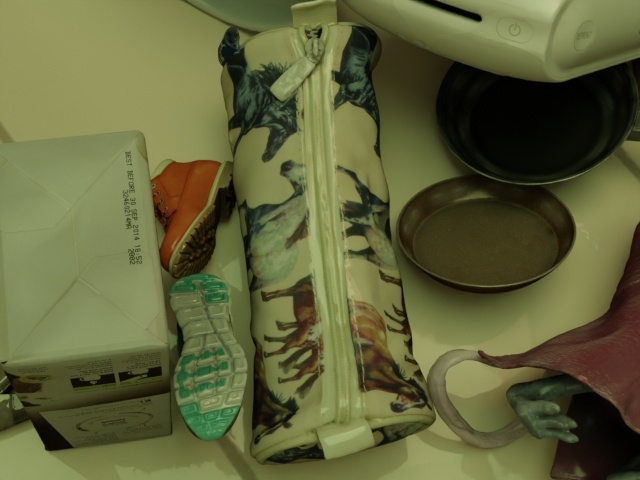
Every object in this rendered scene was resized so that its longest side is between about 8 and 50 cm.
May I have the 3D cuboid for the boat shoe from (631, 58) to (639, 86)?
[{"bbox_3d":[0.389,-0.289,1.178,0.110,0.121,0.341,19,69,-38],"label":"boat shoe"}]

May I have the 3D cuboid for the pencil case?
[{"bbox_3d":[0.000,0.000,0.995,0.159,0.183,0.411,-8,70,5],"label":"pencil case"}]

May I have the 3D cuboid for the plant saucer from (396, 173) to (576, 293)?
[{"bbox_3d":[0.157,-0.003,1.056,0.168,0.029,0.168,-4,39,3],"label":"plant saucer"}]

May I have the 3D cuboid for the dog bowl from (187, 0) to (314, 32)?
[{"bbox_3d":[-0.084,-0.330,1.072,0.264,0.265,0.104,29,69,8],"label":"dog bowl"}]

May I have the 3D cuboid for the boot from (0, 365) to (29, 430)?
[{"bbox_3d":[-0.304,0.119,1.007,0.086,0.042,0.119,-3,69,-3],"label":"boot"}]

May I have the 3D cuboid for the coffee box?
[{"bbox_3d":[-0.186,0.056,0.901,0.118,0.297,0.168,-6,69,-9],"label":"coffee box"}]

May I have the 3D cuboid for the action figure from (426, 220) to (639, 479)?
[{"bbox_3d":[0.316,0.072,1.023,0.275,0.248,0.370,-1,46,41],"label":"action figure"}]

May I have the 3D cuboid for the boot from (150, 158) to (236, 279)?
[{"bbox_3d":[-0.135,-0.023,1.045,0.084,0.059,0.158,12,39,5],"label":"boot"}]

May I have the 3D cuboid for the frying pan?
[{"bbox_3d":[0.278,-0.141,1.100,0.326,0.053,0.197,-8,58,7],"label":"frying pan"}]

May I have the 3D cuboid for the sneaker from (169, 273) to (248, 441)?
[{"bbox_3d":[-0.094,0.109,0.957,0.064,0.076,0.167,-5,46,-3],"label":"sneaker"}]

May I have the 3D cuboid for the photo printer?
[{"bbox_3d":[0.178,-0.239,1.031,0.256,0.107,0.307,29,33,32],"label":"photo printer"}]
